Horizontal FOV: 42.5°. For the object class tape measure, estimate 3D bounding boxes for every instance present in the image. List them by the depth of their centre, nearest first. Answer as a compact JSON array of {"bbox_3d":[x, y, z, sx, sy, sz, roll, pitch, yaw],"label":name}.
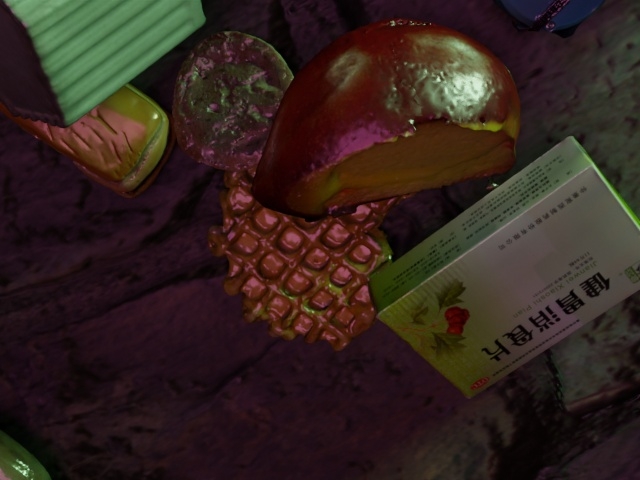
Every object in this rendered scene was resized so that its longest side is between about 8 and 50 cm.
[{"bbox_3d":[0.220,-0.270,0.780,0.125,0.081,0.146,30,108,-17],"label":"tape measure"}]

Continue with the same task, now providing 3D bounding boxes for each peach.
[{"bbox_3d":[0.052,-0.123,0.782,0.267,0.159,0.154,-14,65,-6],"label":"peach"}]

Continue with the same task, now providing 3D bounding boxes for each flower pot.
[{"bbox_3d":[-0.249,-0.245,0.766,0.239,0.209,0.189,47,66,-8],"label":"flower pot"}]

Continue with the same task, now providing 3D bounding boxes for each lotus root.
[{"bbox_3d":[-0.403,0.296,1.046,0.183,0.090,0.077,42,67,-5],"label":"lotus root"}]

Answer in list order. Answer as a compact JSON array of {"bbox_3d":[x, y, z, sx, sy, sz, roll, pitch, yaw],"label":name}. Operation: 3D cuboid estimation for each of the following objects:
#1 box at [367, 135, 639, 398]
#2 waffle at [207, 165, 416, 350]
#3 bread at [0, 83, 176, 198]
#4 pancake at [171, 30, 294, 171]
[{"bbox_3d":[0.203,0.037,0.853,0.260,0.062,0.175,-38,122,17],"label":"box"},{"bbox_3d":[0.000,0.000,0.912,0.248,0.056,0.253,-16,101,13],"label":"waffle"},{"bbox_3d":[-0.260,-0.137,0.907,0.200,0.077,0.116,35,101,-3],"label":"bread"},{"bbox_3d":[-0.097,-0.147,0.878,0.151,0.025,0.152,0,89,15],"label":"pancake"}]
